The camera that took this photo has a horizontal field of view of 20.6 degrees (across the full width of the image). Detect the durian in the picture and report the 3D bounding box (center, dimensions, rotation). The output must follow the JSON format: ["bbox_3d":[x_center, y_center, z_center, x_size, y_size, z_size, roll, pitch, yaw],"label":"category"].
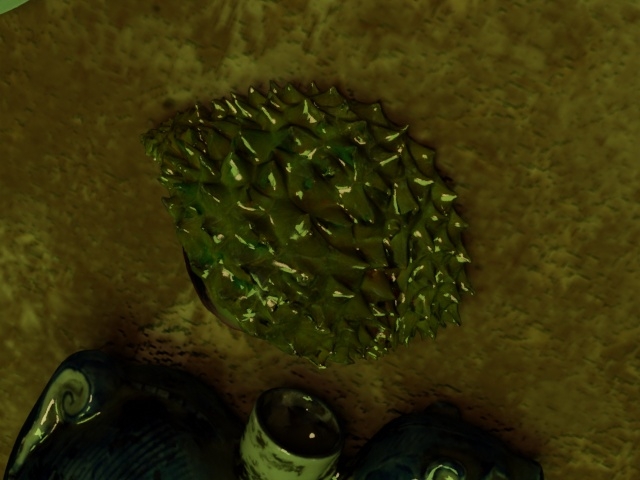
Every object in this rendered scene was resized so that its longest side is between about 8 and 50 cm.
[{"bbox_3d":[-0.002,0.003,0.863,0.187,0.108,0.119,42,126,-13],"label":"durian"}]

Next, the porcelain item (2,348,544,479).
[{"bbox_3d":[-0.029,0.152,0.967,0.288,0.138,0.186,24,117,0],"label":"porcelain item"}]

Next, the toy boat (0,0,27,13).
[{"bbox_3d":[-0.186,-0.167,0.837,0.220,0.067,0.291,41,129,-12],"label":"toy boat"}]
